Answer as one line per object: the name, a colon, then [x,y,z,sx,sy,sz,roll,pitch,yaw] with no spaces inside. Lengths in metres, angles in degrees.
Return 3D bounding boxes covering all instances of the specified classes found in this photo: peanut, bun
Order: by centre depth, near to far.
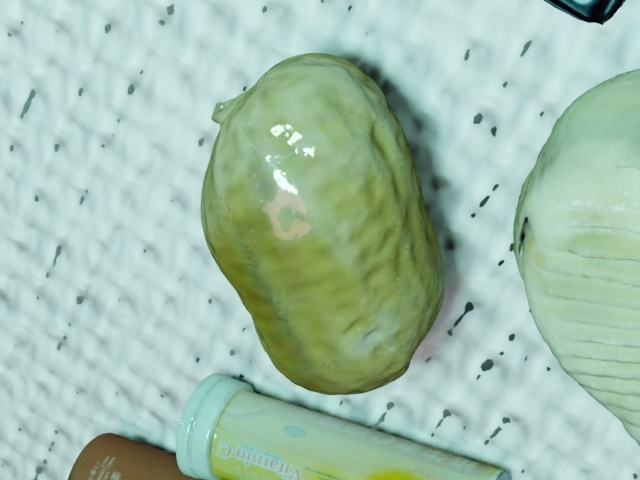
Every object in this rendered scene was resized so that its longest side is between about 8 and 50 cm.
bun: [0.211,0.008,0.833,0.239,0.141,0.239,24,139,24]
peanut: [0.000,0.000,0.986,0.129,0.129,0.224,5,126,32]

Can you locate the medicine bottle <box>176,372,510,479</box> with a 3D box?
medicine bottle: [0.015,0.151,1.136,0.218,0.074,0.074,15,131,23]

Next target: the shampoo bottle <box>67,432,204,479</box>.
shampoo bottle: [-0.066,0.209,1.230,0.244,0.085,0.085,17,131,22]

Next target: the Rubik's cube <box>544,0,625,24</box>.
Rubik's cube: [0.109,-0.216,0.709,0.160,0.162,0.163,33,135,8]
